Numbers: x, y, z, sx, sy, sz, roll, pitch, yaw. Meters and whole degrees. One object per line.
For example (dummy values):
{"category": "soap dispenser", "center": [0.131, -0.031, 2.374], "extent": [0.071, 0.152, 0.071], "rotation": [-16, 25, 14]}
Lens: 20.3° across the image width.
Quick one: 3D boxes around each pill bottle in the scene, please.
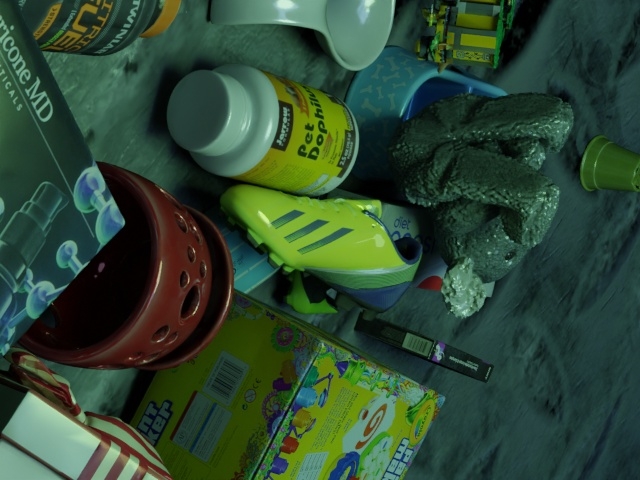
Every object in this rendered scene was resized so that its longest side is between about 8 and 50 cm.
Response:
{"category": "pill bottle", "center": [-0.061, -0.116, 1.864], "extent": [0.215, 0.117, 0.117], "rotation": [12, 95, -55]}
{"category": "pill bottle", "center": [-0.232, -0.231, 1.577], "extent": [0.246, 0.130, 0.130], "rotation": [-2, 106, -53]}

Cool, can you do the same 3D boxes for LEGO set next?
{"category": "LEGO set", "center": [0.114, -0.320, 1.932], "extent": [0.331, 0.192, 0.255], "rotation": [-67, 162, -63]}

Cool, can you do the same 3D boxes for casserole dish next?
{"category": "casserole dish", "center": [-0.093, 0.013, 1.947], "extent": [0.188, 0.037, 0.114], "rotation": [-34, 129, -40]}

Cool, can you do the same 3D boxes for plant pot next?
{"category": "plant pot", "center": [0.426, -0.103, 2.557], "extent": [0.083, 0.079, 0.083], "rotation": [-24, 122, -46]}
{"category": "plant pot", "center": [-0.191, 0.033, 1.702], "extent": [0.174, 0.191, 0.191], "rotation": [24, 84, -64]}

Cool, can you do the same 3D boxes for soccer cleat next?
{"category": "soccer cleat", "center": [0.000, 0.000, 2.027], "extent": [0.060, 0.072, 0.179], "rotation": [-89, -176, -69]}
{"category": "soccer cleat", "center": [0.002, -0.012, 1.921], "extent": [0.289, 0.093, 0.121], "rotation": [31, 98, -45]}

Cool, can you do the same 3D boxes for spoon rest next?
{"category": "spoon rest", "center": [0.002, -0.250, 1.922], "extent": [0.276, 0.084, 0.137], "rotation": [-7, 108, -51]}

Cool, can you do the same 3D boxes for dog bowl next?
{"category": "dog bowl", "center": [0.140, -0.136, 2.165], "extent": [0.297, 0.074, 0.166], "rotation": [10, 96, -55]}

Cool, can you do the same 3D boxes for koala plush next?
{"category": "koala plush", "center": [0.180, -0.038, 2.055], "extent": [0.221, 0.203, 0.196], "rotation": [84, 18, -46]}

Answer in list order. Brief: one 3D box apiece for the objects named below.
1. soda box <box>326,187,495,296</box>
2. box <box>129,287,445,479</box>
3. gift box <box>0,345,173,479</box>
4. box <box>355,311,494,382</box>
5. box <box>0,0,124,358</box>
{"category": "soda box", "center": [0.113, 0.005, 2.171], "extent": [0.286, 0.091, 0.098], "rotation": [9, 97, -54]}
{"category": "box", "center": [-0.054, 0.233, 1.938], "extent": [0.279, 0.177, 0.290], "rotation": [30, 88, -54]}
{"category": "gift box", "center": [-0.295, 0.236, 1.598], "extent": [0.255, 0.276, 0.258], "rotation": [42, 73, -38]}
{"category": "box", "center": [0.131, 0.135, 2.229], "extent": [0.162, 0.116, 0.029], "rotation": [24, 87, -54]}
{"category": "box", "center": [-0.390, -0.009, 1.390], "extent": [0.395, 0.212, 0.293], "rotation": [-51, 138, -29]}
